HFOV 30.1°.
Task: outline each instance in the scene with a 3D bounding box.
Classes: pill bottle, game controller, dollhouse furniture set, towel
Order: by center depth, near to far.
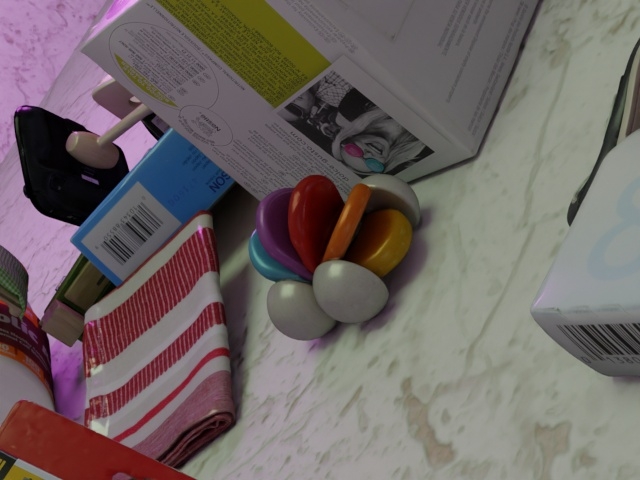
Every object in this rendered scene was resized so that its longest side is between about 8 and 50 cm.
[{"bbox_3d":[-0.197,0.137,1.389,0.237,0.037,0.329,-40,37,24],"label":"towel"},{"bbox_3d":[-0.385,0.026,1.657,0.151,0.301,0.197,-55,20,-3],"label":"dollhouse furniture set"},{"bbox_3d":[-0.500,0.198,1.719,0.224,0.224,0.392,-49,23,4],"label":"pill bottle"},{"bbox_3d":[-0.363,-0.100,1.794,0.067,0.166,0.319,-25,-14,11],"label":"game controller"}]

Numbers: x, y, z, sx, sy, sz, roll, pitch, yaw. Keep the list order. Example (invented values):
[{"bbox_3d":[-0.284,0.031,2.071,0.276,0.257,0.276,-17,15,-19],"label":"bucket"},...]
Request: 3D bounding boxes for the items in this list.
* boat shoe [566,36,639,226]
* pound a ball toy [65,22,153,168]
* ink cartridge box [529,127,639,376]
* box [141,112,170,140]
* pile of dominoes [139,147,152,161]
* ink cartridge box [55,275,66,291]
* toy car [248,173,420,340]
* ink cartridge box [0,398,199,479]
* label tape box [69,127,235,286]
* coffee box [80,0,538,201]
[{"bbox_3d":[0.243,-0.091,0.940,0.065,0.075,0.206,-14,47,51],"label":"boat shoe"},{"bbox_3d":[-0.209,-0.239,1.715,0.319,0.136,0.208,-24,57,25],"label":"pound a ball toy"},{"bbox_3d":[0.332,-0.093,0.751,0.308,0.091,0.385,-11,46,58],"label":"ink cartridge box"},{"bbox_3d":[-0.192,-0.221,1.887,0.180,0.077,0.147,-47,-1,-5],"label":"box"},{"bbox_3d":[-0.310,-0.035,1.995,0.196,0.040,0.251,-47,31,7],"label":"pile of dominoes"},{"bbox_3d":[-0.363,0.080,1.849,0.115,0.063,0.029,-11,44,58],"label":"ink cartridge box"},{"bbox_3d":[0.000,0.000,1.179,0.182,0.136,0.159,-24,34,48],"label":"toy car"},{"bbox_3d":[-0.205,0.269,0.929,0.272,0.309,0.130,-62,-18,-25],"label":"ink cartridge box"},{"bbox_3d":[-0.186,-0.085,1.675,0.249,0.115,0.348,-46,2,13],"label":"label tape box"},{"bbox_3d":[0.002,-0.275,1.333,0.334,0.338,0.338,-21,36,51],"label":"coffee box"}]
